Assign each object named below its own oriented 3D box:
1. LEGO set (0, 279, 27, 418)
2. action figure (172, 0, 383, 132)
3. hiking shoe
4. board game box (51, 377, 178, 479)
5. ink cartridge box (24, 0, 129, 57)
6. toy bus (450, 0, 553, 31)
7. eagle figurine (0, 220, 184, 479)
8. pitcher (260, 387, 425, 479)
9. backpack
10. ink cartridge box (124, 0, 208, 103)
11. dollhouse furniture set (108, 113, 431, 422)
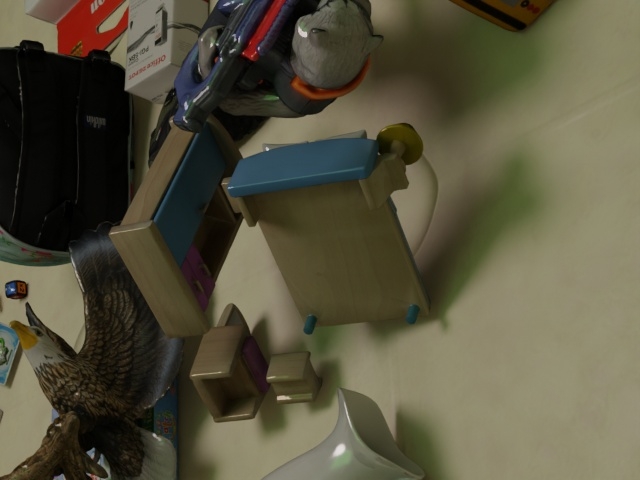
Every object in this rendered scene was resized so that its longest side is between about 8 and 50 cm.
[{"bbox_3d":[-0.467,0.159,2.110,0.182,0.060,0.244,19,91,35],"label":"LEGO set"},{"bbox_3d":[-0.005,-0.240,1.513,0.341,0.178,0.330,-56,22,10],"label":"action figure"},{"bbox_3d":[-0.136,-0.156,1.784,0.227,0.086,0.114,-43,50,33],"label":"hiking shoe"},{"bbox_3d":[-0.240,0.243,1.793,0.211,0.039,0.160,-29,55,42],"label":"board game box"},{"bbox_3d":[-0.306,-0.375,2.106,0.275,0.060,0.239,-36,49,37],"label":"ink cartridge box"},{"bbox_3d":[0.126,-0.347,1.519,0.130,0.108,0.332,-47,44,29],"label":"toy bus"},{"bbox_3d":[-0.257,0.146,1.710,0.298,0.226,0.225,-78,-16,-58],"label":"eagle figurine"},{"bbox_3d":[0.014,0.266,1.419,0.207,0.125,0.178,-51,57,9],"label":"pitcher"},{"bbox_3d":[-0.347,-0.094,1.912,0.191,0.225,0.253,-21,70,49],"label":"backpack"},{"bbox_3d":[-0.188,-0.249,1.910,0.099,0.056,0.135,-24,58,43],"label":"ink cartridge box"},{"bbox_3d":[0.000,0.000,1.533,0.303,0.286,0.198,-9,36,24],"label":"dollhouse furniture set"}]
